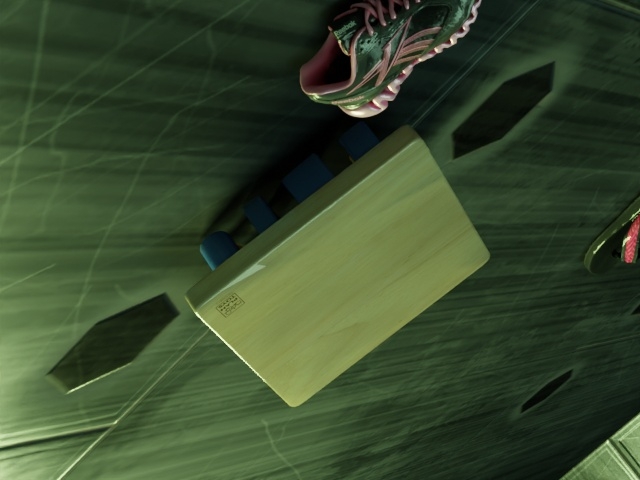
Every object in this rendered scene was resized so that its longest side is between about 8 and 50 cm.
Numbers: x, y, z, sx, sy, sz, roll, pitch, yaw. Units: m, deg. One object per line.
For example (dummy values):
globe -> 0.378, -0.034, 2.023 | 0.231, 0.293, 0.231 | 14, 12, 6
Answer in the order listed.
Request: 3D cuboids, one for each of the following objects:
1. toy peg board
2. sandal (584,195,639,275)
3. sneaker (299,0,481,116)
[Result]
toy peg board -> 0.000, 0.000, 0.958 | 0.161, 0.079, 0.160 | -38, 146, 0
sandal -> 0.317, -0.013, 1.534 | 0.067, 0.040, 0.179 | -22, 157, -39
sneaker -> 0.033, -0.108, 0.783 | 0.057, 0.047, 0.119 | 3, 137, -47
